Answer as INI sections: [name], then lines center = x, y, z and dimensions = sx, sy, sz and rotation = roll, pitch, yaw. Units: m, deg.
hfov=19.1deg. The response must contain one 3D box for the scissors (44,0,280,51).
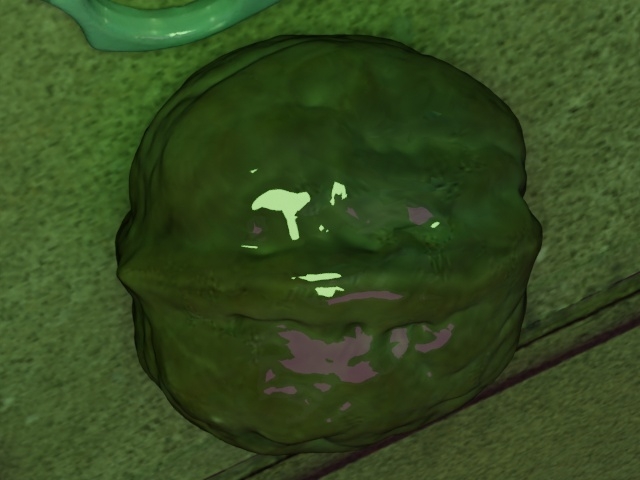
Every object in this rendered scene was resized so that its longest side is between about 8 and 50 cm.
[scissors]
center = 0.043, -0.149, 0.907
dimensions = 0.360, 0.029, 0.191
rotation = -2, 149, -22

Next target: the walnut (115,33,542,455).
[walnut]
center = 0.000, 0.000, 0.960
dimensions = 0.224, 0.224, 0.224
rotation = -15, 139, -13
